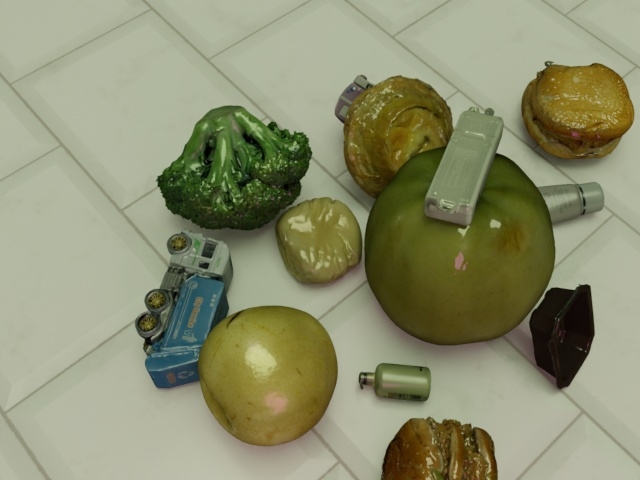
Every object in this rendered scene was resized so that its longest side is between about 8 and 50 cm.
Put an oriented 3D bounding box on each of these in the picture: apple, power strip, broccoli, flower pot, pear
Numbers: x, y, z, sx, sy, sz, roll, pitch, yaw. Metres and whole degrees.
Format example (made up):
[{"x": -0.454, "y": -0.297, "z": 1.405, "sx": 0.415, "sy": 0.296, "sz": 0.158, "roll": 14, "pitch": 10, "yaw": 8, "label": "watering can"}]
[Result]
[{"x": 0.315, "y": 0.005, "z": 1.693, "sx": 0.473, "sy": 0.474, "sz": 0.474, "roll": 1, "pitch": 59, "yaw": -2, "label": "apple"}, {"x": 0.301, "y": -0.162, "z": 1.522, "sx": 0.098, "sy": 0.058, "sz": 0.338, "roll": 14, "pitch": 52, "yaw": 18, "label": "power strip"}, {"x": -0.219, "y": -0.167, "z": 1.832, "sx": 0.413, "sy": 0.310, "sz": 0.321, "roll": 13, "pitch": 71, "yaw": 44, "label": "broccoli"}, {"x": 0.546, "y": 0.209, "z": 1.697, "sx": 0.084, "sy": 0.251, "sz": 0.179, "roll": 21, "pitch": 57, "yaw": 39, "label": "flower pot"}, {"x": -0.106, "y": 0.282, "z": 1.579, "sx": 0.309, "sy": 0.309, "sz": 0.309, "roll": 1, "pitch": 59, "yaw": -2, "label": "pear"}]

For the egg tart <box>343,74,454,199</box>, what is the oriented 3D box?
[{"x": 0.216, "y": -0.254, "z": 1.882, "sx": 0.341, "sy": 0.129, "sz": 0.341, "roll": -4, "pitch": 100, "yaw": -21, "label": "egg tart"}]

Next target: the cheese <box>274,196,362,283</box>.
[{"x": 0.000, "y": 0.000, "z": 1.858, "sx": 0.213, "sy": 0.117, "sz": 0.226, "roll": -21, "pitch": 67, "yaw": -18, "label": "cheese"}]

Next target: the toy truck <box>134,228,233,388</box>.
[{"x": -0.313, "y": 0.158, "z": 1.726, "sx": 0.175, "sy": 0.146, "sz": 0.367, "roll": 11, "pitch": 60, "yaw": 5, "label": "toy truck"}]

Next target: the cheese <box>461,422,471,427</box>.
[{"x": 0.309, "y": 0.447, "z": 1.639, "sx": 0.060, "sy": 0.041, "sz": 0.084, "roll": -8, "pitch": 68, "yaw": 8, "label": "cheese"}]

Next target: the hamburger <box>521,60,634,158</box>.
[{"x": 0.711, "y": -0.369, "z": 2.071, "sx": 0.289, "sy": 0.170, "sz": 0.314, "roll": 3, "pitch": 58, "yaw": -4, "label": "hamburger"}]

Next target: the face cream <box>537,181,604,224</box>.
[{"x": 0.583, "y": -0.091, "z": 1.951, "sx": 0.314, "sy": 0.089, "sz": 0.143, "roll": -9, "pitch": 72, "yaw": -2, "label": "face cream"}]

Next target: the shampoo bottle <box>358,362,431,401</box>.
[{"x": 0.167, "y": 0.320, "z": 1.687, "sx": 0.161, "sy": 0.079, "sz": 0.079, "roll": 6, "pitch": 59, "yaw": 1, "label": "shampoo bottle"}]

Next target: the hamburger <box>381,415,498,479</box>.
[{"x": 0.241, "y": 0.497, "z": 1.507, "sx": 0.211, "sy": 0.261, "sz": 0.245, "roll": 14, "pitch": 20, "yaw": -5, "label": "hamburger"}]

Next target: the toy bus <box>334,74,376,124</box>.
[{"x": 0.137, "y": -0.349, "z": 2.024, "sx": 0.142, "sy": 0.202, "sz": 0.142, "roll": 34, "pitch": 95, "yaw": 18, "label": "toy bus"}]
